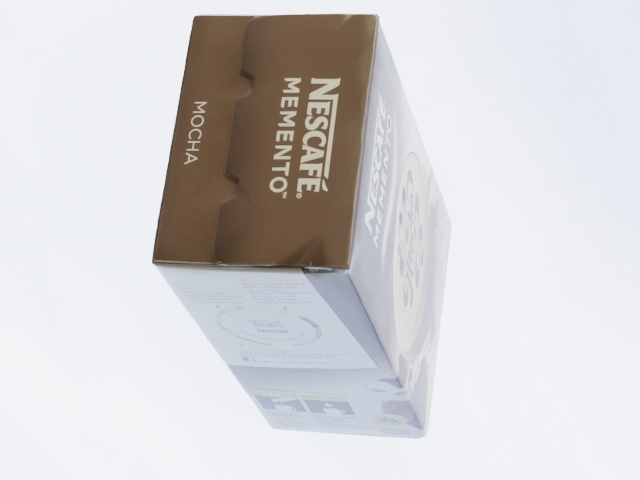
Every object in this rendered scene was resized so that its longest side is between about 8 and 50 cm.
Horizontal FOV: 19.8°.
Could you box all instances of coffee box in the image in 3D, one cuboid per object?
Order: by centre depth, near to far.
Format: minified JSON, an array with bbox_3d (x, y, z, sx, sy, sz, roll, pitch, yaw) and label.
[{"bbox_3d":[0.000,0.000,1.167,0.119,0.297,0.168,2,-113,14],"label":"coffee box"}]
